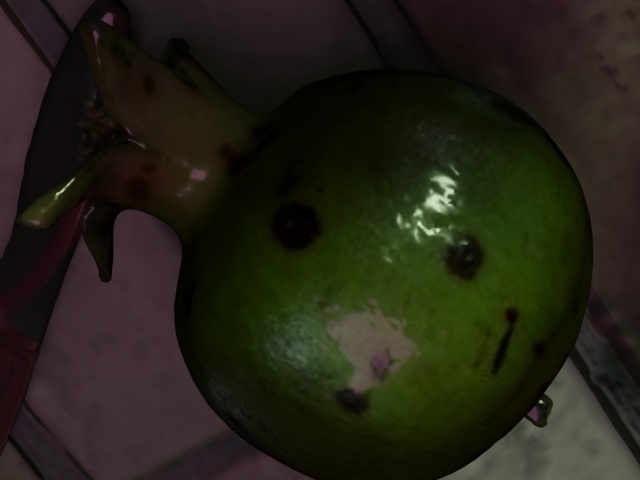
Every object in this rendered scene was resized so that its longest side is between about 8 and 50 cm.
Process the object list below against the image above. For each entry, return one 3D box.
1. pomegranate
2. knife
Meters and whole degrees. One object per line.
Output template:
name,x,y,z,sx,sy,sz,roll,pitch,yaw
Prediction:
pomegranate,-0.001,0.007,0.547,0.169,0.148,0.148,16,115,6
knife,-0.113,0.023,0.621,0.035,0.018,0.247,19,116,-10
